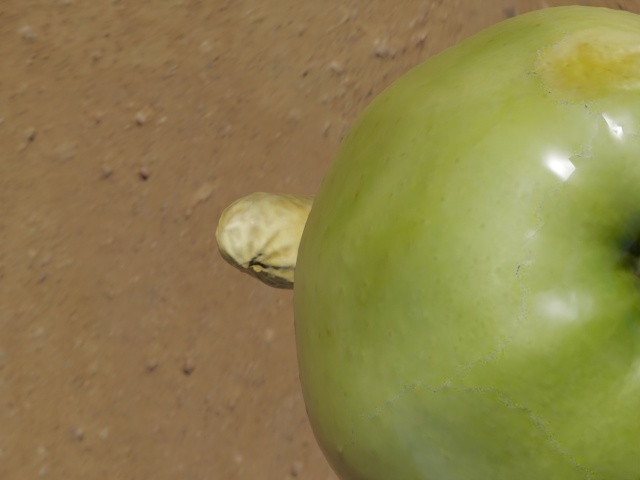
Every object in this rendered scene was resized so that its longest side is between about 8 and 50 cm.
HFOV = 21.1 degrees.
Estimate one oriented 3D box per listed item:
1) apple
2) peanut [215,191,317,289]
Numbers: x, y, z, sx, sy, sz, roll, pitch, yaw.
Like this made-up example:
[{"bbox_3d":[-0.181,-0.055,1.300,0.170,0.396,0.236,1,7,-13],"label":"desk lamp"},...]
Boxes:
[{"bbox_3d":[0.148,0.037,0.980,0.357,0.357,0.357,1,104,6],"label":"apple"},{"bbox_3d":[0.000,0.000,1.737,0.229,0.098,0.103,0,92,-33],"label":"peanut"}]
